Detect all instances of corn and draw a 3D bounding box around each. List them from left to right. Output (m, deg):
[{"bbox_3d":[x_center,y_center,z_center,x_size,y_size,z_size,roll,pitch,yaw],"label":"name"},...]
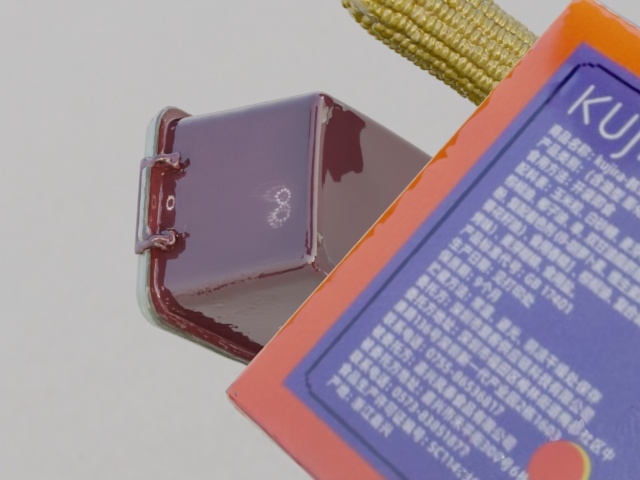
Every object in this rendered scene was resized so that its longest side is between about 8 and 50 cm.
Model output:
[{"bbox_3d":[0.114,-0.157,1.544,0.080,0.238,0.080,-51,16,21],"label":"corn"}]

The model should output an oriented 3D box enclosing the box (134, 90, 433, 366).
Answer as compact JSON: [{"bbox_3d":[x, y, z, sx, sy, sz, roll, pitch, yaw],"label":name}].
[{"bbox_3d":[0.000,0.000,1.593,0.167,0.294,0.193,-14,65,32],"label":"box"}]

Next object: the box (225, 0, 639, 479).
[{"bbox_3d":[0.206,0.121,0.865,0.257,0.318,0.349,-49,53,-1],"label":"box"}]
